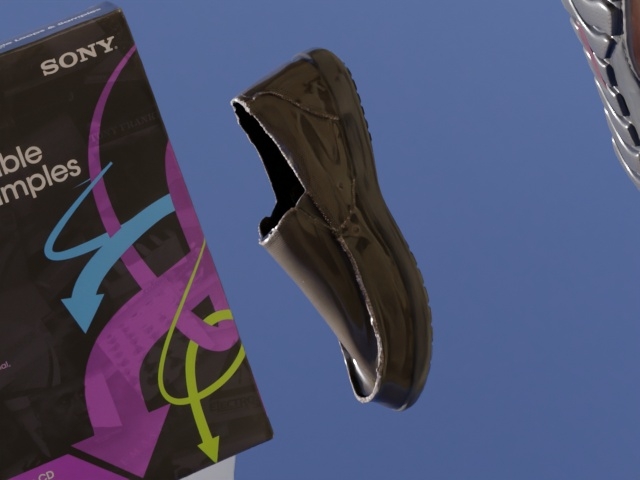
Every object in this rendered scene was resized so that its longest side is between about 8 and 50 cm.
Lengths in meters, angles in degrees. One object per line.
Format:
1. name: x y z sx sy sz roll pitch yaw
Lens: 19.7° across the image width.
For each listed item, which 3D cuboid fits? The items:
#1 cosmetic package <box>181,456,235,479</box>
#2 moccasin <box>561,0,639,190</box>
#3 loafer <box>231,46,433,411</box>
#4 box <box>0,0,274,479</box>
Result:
1. cosmetic package: -0.175 0.127 0.866 0.224 0.225 0.138 14 -101 -78
2. moccasin: 0.284 -0.178 1.474 0.380 0.147 0.139 62 -179 -42
3. loafer: 0.000 0.000 1.083 0.078 0.080 0.220 -17 -94 -21
4. box: -0.094 0.015 0.616 0.116 0.029 0.162 -23 -74 -14
